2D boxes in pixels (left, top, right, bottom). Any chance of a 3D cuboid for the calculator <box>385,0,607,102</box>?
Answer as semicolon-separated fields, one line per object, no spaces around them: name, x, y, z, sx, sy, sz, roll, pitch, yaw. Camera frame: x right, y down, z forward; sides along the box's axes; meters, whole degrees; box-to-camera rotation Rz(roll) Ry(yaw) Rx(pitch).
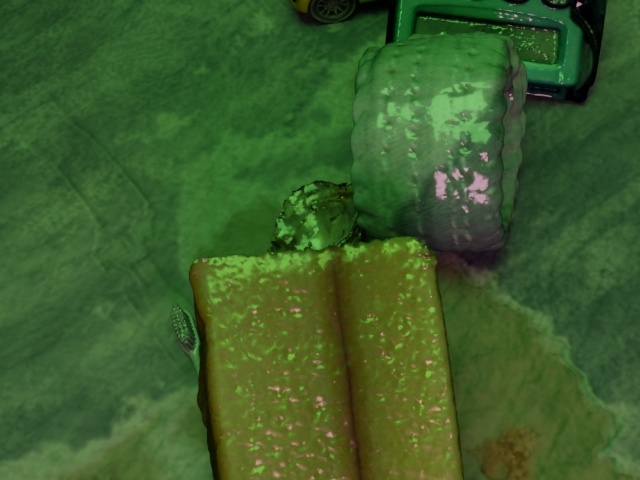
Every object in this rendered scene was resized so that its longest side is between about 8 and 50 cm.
calculator;0.211;-0.311;1.521;0.248;0.058;0.274;7;91;-3

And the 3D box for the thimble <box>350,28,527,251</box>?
thimble;0.127;-0.110;1.400;0.172;0.205;0.250;3;73;16

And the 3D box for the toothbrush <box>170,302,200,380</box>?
toothbrush;-0.099;0.208;1.313;0.024;0.029;0.354;-26;56;5

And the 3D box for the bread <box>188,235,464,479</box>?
bread;0.023;0.214;1.164;0.233;0.245;0.361;-7;53;-9

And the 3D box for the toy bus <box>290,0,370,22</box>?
toy bus;0.110;-0.390;1.626;0.330;0.152;0.144;-11;57;-1

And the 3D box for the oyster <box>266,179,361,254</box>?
oyster;-0.005;0.006;1.426;0.105;0.056;0.177;0;54;21
